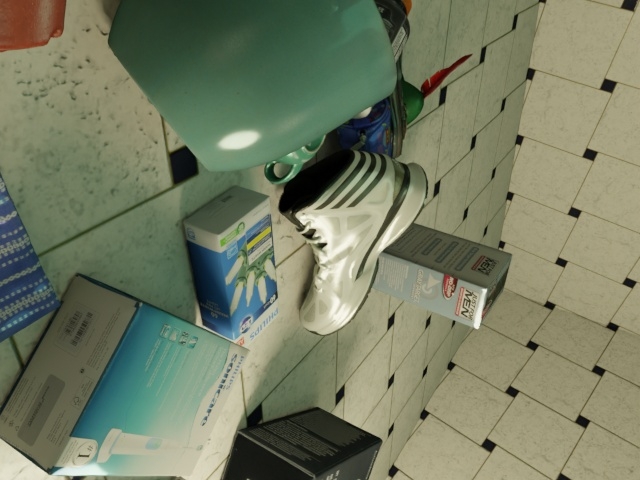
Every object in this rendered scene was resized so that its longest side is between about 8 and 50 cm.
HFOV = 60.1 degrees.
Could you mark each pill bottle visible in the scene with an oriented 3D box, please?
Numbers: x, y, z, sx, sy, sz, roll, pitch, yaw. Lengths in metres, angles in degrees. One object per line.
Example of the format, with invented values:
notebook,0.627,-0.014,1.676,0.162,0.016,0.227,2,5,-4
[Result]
pill bottle,0.084,-0.362,1.036,0.246,0.130,0.130,-63,152,-15

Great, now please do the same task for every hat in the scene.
hat,0.232,-0.306,1.282,0.173,0.183,0.209,-56,149,-26

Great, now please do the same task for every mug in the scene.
mug,-0.046,-0.185,0.944,0.129,0.097,0.158,-53,147,-31

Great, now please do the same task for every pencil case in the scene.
pencil case,0.101,-0.171,1.195,0.306,0.119,0.133,76,14,-47

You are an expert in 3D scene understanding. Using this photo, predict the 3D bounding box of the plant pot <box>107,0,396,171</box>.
plant pot,-0.095,-0.222,0.646,0.235,0.293,0.293,-37,147,-2

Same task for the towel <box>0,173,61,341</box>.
towel,-0.391,0.005,0.502,0.243,0.040,0.336,-43,142,-41

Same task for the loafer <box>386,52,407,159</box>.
loafer,0.159,-0.303,1.200,0.084,0.096,0.268,-24,125,-15

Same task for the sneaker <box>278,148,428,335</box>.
sneaker,0.000,-0.001,1.137,0.257,0.169,0.448,15,119,-26

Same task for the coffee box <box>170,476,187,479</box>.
coffee box,-0.303,0.516,0.922,0.246,0.098,0.141,3,104,-62

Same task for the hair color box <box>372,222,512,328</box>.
hair color box,0.232,0.054,1.305,0.185,0.374,0.114,-35,136,-48

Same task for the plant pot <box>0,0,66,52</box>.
plant pot,-0.265,-0.275,0.338,0.272,0.272,0.265,-27,138,-53

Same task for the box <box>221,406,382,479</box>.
box,-0.053,0.594,1.308,0.395,0.211,0.294,17,91,-62

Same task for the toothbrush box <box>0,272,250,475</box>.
toothbrush box,-0.254,0.203,0.781,0.216,0.126,0.295,-66,152,-12

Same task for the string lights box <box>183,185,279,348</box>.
string lights box,-0.144,0.054,0.942,0.133,0.076,0.260,-44,143,-43
